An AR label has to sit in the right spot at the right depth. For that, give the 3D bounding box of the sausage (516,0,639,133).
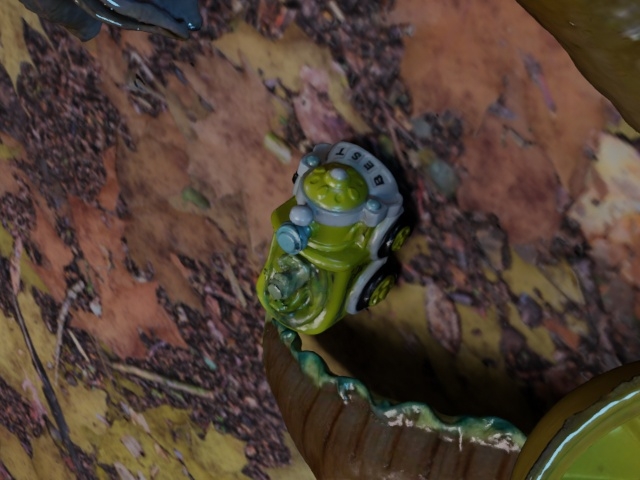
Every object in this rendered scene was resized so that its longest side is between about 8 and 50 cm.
[{"bbox_3d":[0.088,-0.127,0.372,0.136,0.123,0.501,-23,130,39],"label":"sausage"}]

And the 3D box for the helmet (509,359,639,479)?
[{"bbox_3d":[0.184,0.137,0.608,0.257,0.205,0.140,32,-171,-14],"label":"helmet"}]

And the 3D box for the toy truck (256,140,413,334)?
[{"bbox_3d":[0.000,0.000,0.755,0.076,0.077,0.111,37,139,22],"label":"toy truck"}]

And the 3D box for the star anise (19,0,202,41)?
[{"bbox_3d":[-0.134,-0.211,0.742,0.229,0.093,0.236,26,130,40],"label":"star anise"}]

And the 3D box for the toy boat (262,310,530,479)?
[{"bbox_3d":[0.055,0.114,0.771,0.293,0.099,0.108,21,157,36],"label":"toy boat"}]
